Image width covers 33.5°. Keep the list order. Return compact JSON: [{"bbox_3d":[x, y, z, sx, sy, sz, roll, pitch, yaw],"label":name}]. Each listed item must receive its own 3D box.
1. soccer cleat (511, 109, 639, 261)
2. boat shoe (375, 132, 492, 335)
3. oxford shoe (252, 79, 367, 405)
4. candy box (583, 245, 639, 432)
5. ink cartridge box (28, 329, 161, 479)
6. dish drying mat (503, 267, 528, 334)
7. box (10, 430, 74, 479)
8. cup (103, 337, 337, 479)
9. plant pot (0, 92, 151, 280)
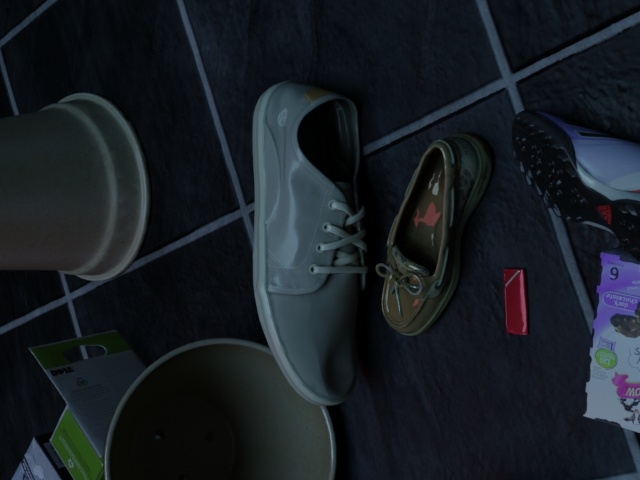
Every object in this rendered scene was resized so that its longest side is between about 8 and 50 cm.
[{"bbox_3d":[0.338,-0.066,1.181,0.318,0.116,0.108,43,152,47],"label":"soccer cleat"},{"bbox_3d":[0.128,-0.004,1.365,0.104,0.089,0.285,29,115,34],"label":"boat shoe"},{"bbox_3d":[0.000,0.000,1.435,0.130,0.169,0.449,-6,87,40],"label":"oxford shoe"},{"bbox_3d":[0.387,0.118,1.170,0.165,0.070,0.196,12,104,39],"label":"candy box"},{"bbox_3d":[-0.359,0.281,1.771,0.255,0.189,0.097,48,126,27],"label":"ink cartridge box"},{"bbox_3d":[0.244,0.076,1.331,0.032,0.008,0.083,1,97,40],"label":"dish drying mat"},{"bbox_3d":[-0.401,0.459,1.849,0.247,0.163,0.142,47,122,26],"label":"box"},{"bbox_3d":[-0.174,0.314,1.562,0.237,0.331,0.331,-20,83,66],"label":"cup"},{"bbox_3d":[-0.506,-0.076,1.766,0.334,0.305,0.333,8,102,40],"label":"plant pot"}]
